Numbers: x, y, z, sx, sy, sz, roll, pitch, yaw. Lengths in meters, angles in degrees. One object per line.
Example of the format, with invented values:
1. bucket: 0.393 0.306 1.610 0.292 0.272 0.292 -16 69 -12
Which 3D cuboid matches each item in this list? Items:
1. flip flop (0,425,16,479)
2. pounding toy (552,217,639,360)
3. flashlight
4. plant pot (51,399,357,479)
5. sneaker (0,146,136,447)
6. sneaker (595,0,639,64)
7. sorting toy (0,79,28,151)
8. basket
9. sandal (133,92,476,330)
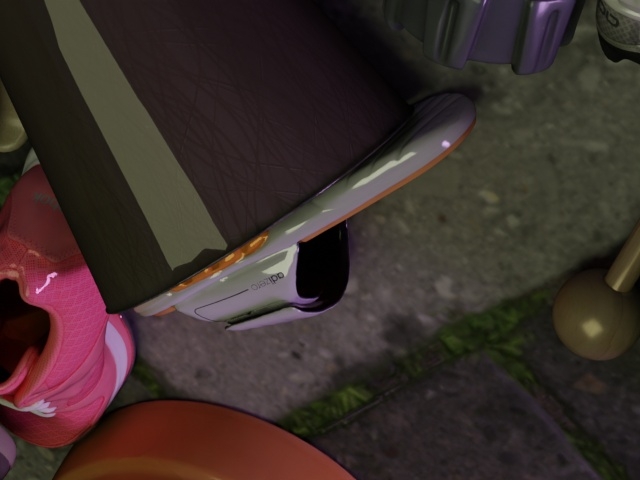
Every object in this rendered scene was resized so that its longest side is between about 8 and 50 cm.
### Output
1. flip flop: -0.302 0.110 1.240 0.277 0.080 0.112 4 151 48
2. pounding toy: 0.247 0.072 0.925 0.237 0.110 0.183 33 132 1
3. flashlight: 0.102 -0.227 0.793 0.103 0.103 0.304 49 139 40
4. plant pot: -0.099 0.284 1.196 0.290 0.203 0.291 14 128 19
5. sneaker: -0.191 0.058 1.106 0.116 0.136 0.314 28 142 6
6. sneaker: 0.211 -0.100 0.852 0.170 0.063 0.075 15 150 2
7. sorting toy: -0.281 -0.146 1.076 0.347 0.047 0.196 10 127 21
8. basket: -0.095 -0.108 0.938 0.204 0.154 0.227 -34 100 -1
9. sandal: -0.004 0.005 1.010 0.265 0.102 0.076 -27 106 36
